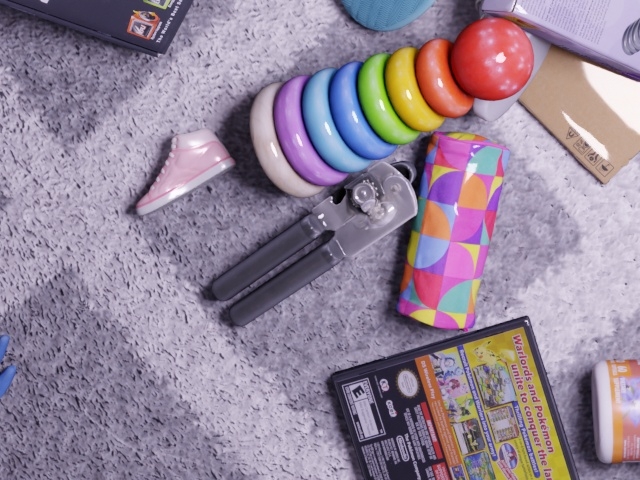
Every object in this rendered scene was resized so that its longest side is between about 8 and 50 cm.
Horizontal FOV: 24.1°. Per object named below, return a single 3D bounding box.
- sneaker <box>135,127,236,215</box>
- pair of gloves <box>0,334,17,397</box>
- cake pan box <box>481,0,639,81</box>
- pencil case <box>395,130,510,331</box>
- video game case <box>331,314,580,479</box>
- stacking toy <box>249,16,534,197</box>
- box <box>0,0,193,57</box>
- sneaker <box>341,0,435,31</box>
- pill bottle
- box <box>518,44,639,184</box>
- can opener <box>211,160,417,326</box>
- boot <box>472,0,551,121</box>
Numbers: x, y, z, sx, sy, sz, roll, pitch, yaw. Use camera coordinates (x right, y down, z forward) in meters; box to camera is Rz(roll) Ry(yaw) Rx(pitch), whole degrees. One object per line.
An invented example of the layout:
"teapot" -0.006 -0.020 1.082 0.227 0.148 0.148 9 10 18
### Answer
"sneaker" -0.175 -0.087 1.802 0.134 0.051 0.070 -31 90 5
"pair of gloves" -0.484 0.158 1.873 0.198 0.023 0.159 23 98 3
"cake pan box" 0.325 -0.333 1.645 0.246 0.070 0.267 16 93 -32
"pencil case" 0.154 -0.010 1.754 0.104 0.104 0.236 12 99 5
"video game case" 0.172 0.256 1.809 0.248 0.035 0.275 -17 93 8
"stacking toy" 0.087 -0.155 1.664 0.330 0.141 0.141 -18 94 32
"box" -0.236 -0.411 1.610 0.318 0.097 0.395 19 129 -22
"sneaker" 0.144 -0.387 1.700 0.127 0.208 0.319 38 138 4
"pill bottle" 0.426 0.194 1.732 0.216 0.121 0.121 -3 96 6
"box" 0.321 -0.192 1.753 0.201 0.021 0.164 45 98 1
"can opener" 0.000 0.000 1.786 0.283 0.095 0.076 -34 92 23
"boot" 0.208 -0.269 1.718 0.123 0.095 0.258 27 86 24
